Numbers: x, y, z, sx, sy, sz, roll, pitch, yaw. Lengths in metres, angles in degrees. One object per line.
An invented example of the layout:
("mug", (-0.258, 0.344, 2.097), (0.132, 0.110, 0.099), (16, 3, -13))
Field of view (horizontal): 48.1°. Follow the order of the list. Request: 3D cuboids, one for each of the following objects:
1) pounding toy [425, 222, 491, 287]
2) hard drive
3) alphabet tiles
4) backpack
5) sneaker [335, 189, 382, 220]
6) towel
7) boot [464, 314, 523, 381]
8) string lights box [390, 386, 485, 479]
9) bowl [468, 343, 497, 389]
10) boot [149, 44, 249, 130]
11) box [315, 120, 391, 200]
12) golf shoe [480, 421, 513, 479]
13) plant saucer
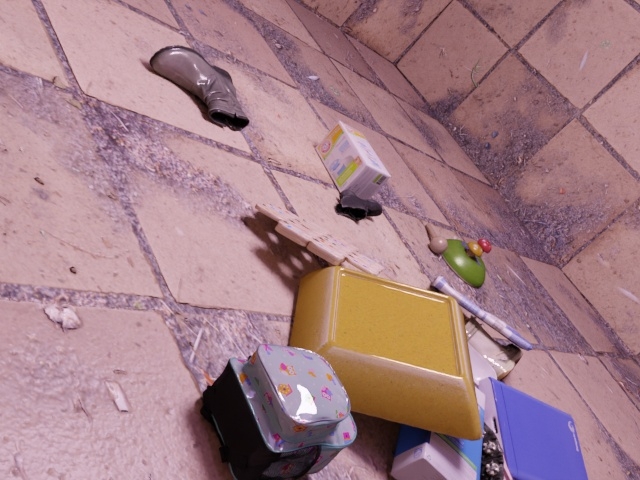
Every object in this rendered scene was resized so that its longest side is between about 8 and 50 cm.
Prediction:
("pounding toy", (0.442, 0.025, 2.182), (0.237, 0.110, 0.183), (39, 23, -14))
("hard drive", (0.463, 0.437, 1.535), (0.318, 0.040, 0.210), (28, 44, -34))
("alphabet tiles", (0.000, 0.000, 1.464), (0.278, 0.021, 0.284), (31, 8, 7))
("backpack", (-0.042, 0.230, 0.967), (0.188, 0.144, 0.166), (22, 26, -49))
("sneaker", (0.103, -0.079, 1.866), (0.170, 0.051, 0.089), (23, 31, -33))
("towel", (0.402, 0.179, 1.813), (0.285, 0.034, 0.209), (36, 2, 9))
("boot", (0.415, 0.257, 1.788), (0.165, 0.077, 0.213), (47, 23, 12))
("string lights box", (0.211, 0.330, 1.239), (0.133, 0.077, 0.260), (45, 32, -13))
("bowl", (0.328, 0.292, 1.603), (0.142, 0.053, 0.142), (44, 22, -1))
("boot", (-0.269, -0.349, 1.661), (0.246, 0.083, 0.161), (13, 44, -50))
("box", (0.087, -0.218, 1.986), (0.103, 0.114, 0.203), (20, 32, -43))
("golf shoe", (0.302, 0.450, 1.259), (0.120, 0.105, 0.273), (48, 22, -39))
("plant saucer", (0.120, 0.165, 1.242), (0.333, 0.081, 0.333), (15, 31, -4))
